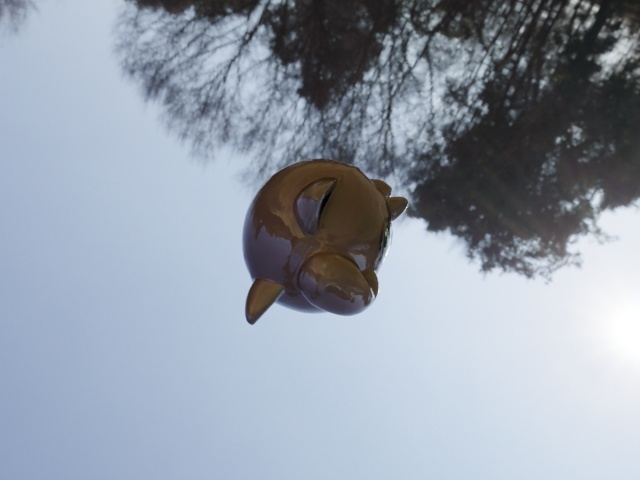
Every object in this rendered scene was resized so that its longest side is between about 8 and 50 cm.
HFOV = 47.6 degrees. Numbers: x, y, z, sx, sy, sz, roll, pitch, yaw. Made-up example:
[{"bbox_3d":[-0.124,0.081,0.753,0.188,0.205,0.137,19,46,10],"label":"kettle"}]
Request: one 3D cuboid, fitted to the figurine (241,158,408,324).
[{"bbox_3d":[0.000,0.000,0.551,0.125,0.125,0.138,29,-157,11],"label":"figurine"}]
